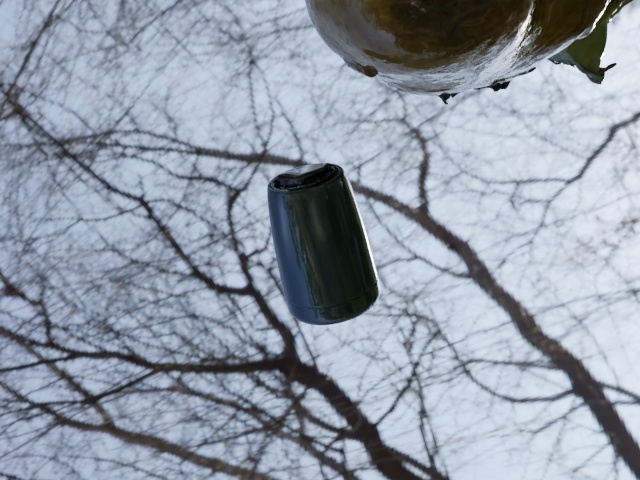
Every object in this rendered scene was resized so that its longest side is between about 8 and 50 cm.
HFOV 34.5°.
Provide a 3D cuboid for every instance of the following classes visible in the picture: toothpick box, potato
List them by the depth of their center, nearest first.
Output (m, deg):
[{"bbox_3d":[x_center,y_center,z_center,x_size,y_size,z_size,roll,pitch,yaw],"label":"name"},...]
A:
[{"bbox_3d":[0.174,-0.270,1.164,0.397,0.289,0.296,11,-161,-13],"label":"potato"},{"bbox_3d":[0.000,0.000,1.265,0.120,0.120,0.184,-35,-60,-42],"label":"toothpick box"}]

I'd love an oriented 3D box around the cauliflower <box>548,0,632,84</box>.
[{"bbox_3d":[0.358,-0.399,1.477,0.327,0.260,0.281,25,-82,-42],"label":"cauliflower"}]
